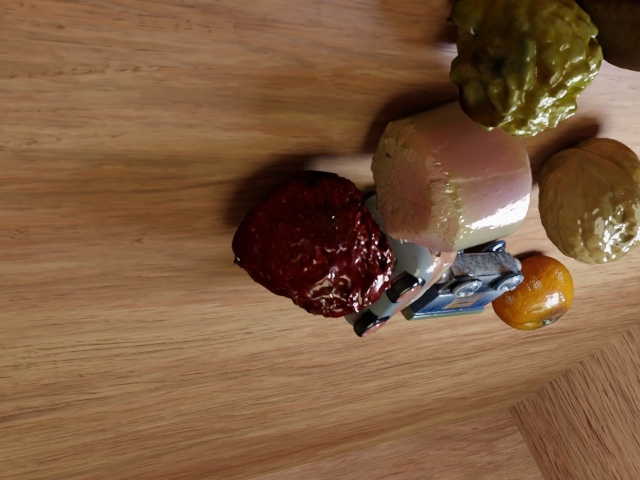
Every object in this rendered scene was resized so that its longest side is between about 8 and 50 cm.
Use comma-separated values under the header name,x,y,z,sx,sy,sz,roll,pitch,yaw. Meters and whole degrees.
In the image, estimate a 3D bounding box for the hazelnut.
name,x,y,z,sx,sy,sz,roll,pitch,yaw
hazelnut,0.444,-0.332,1.056,0.229,0.230,0.229,-19,154,-10

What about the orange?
name,x,y,z,sx,sy,sz,roll,pitch,yaw
orange,0.550,0.140,2.078,0.224,0.170,0.224,-21,154,-11

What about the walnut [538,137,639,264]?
name,x,y,z,sx,sy,sz,roll,pitch,yaw
walnut,0.539,-0.083,1.582,0.224,0.257,0.257,-43,160,-18

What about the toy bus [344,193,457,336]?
name,x,y,z,sx,sy,sz,roll,pitch,yaw
toy bus,0.138,0.037,1.508,0.232,0.194,0.288,-14,154,-38

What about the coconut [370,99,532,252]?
name,x,y,z,sx,sy,sz,roll,pitch,yaw
coconut,0.217,-0.102,1.264,0.245,0.233,0.233,-17,154,-28

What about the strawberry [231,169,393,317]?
name,x,y,z,sx,sy,sz,roll,pitch,yaw
strawberry,0.000,0.000,1.276,0.274,0.274,0.221,8,109,-48

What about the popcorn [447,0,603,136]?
name,x,y,z,sx,sy,sz,roll,pitch,yaw
popcorn,0.271,-0.247,1.077,0.169,0.189,0.218,-17,154,-32

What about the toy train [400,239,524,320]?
name,x,y,z,sx,sy,sz,roll,pitch,yaw
toy train,0.325,0.096,1.844,0.299,0.131,0.202,1,147,-41
